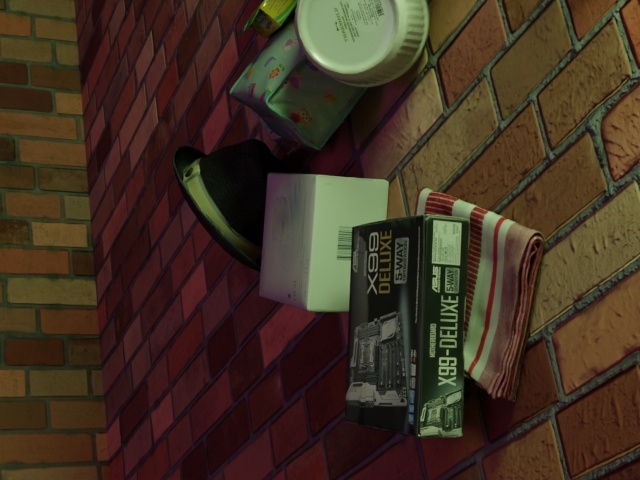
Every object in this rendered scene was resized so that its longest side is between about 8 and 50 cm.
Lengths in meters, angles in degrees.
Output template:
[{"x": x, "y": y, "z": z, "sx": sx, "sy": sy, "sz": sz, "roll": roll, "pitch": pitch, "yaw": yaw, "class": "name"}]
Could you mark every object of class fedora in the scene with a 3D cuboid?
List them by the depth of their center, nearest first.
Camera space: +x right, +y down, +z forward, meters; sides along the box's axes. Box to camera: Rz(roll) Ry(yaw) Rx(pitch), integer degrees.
[{"x": -0.135, "y": -0.095, "z": 2.291, "sx": 0.152, "sy": 0.334, "sz": 0.334, "roll": -38, "pitch": 43, "yaw": 13, "class": "fedora"}]

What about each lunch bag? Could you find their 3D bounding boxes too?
[{"x": -0.004, "y": -0.303, "z": 2.056, "sx": 0.262, "sy": 0.160, "sz": 0.223, "roll": -51, "pitch": 25, "yaw": -6, "class": "lunch bag"}]

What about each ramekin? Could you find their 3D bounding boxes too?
[{"x": 0.057, "y": -0.340, "z": 1.849, "sx": 0.109, "sy": 0.207, "sz": 0.207, "roll": -24, "pitch": -57, "yaw": -70, "class": "ramekin"}]

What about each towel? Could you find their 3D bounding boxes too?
[{"x": 0.201, "y": 0.066, "z": 1.715, "sx": 0.329, "sy": 0.037, "sz": 0.237, "roll": -149, "pitch": 66, "yaw": -63, "class": "towel"}]

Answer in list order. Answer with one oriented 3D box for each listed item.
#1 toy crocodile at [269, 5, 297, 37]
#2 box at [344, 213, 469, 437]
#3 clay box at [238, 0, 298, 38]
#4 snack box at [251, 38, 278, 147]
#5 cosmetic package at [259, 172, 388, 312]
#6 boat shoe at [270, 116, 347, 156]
[{"x": -0.075, "y": -0.514, "z": 2.271, "sx": 0.105, "sy": 0.115, "sz": 0.340, "roll": 100, "pitch": 167, "yaw": -47, "class": "toy crocodile"}, {"x": 0.122, "y": 0.123, "z": 1.744, "sx": 0.242, "sy": 0.076, "sz": 0.307, "roll": 174, "pitch": 99, "yaw": -66, "class": "box"}, {"x": -0.054, "y": -0.436, "z": 2.074, "sx": 0.222, "sy": 0.053, "sz": 0.127, "roll": -55, "pitch": 11, "yaw": -9, "class": "clay box"}, {"x": -0.060, "y": -0.305, "z": 2.293, "sx": 0.174, "sy": 0.070, "sz": 0.207, "roll": -123, "pitch": 42, "yaw": -52, "class": "snack box"}, {"x": 0.000, "y": 0.000, "z": 2.046, "sx": 0.224, "sy": 0.138, "sz": 0.224, "roll": -171, "pitch": 85, "yaw": -67, "class": "cosmetic package"}, {"x": -0.010, "y": -0.198, "z": 2.177, "sx": 0.183, "sy": 0.066, "sz": 0.066, "roll": -12, "pitch": 112, "yaw": 49, "class": "boat shoe"}]
